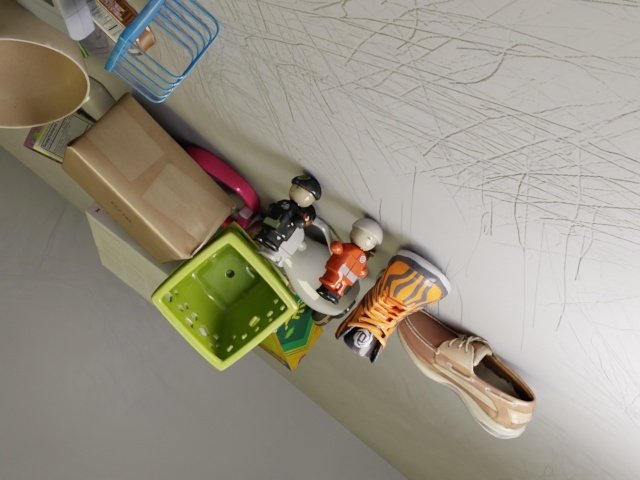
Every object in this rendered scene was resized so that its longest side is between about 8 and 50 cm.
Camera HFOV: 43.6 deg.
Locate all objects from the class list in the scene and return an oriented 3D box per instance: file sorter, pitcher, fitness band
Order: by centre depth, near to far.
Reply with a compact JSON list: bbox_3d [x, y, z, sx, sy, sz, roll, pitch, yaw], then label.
[{"bbox_3d":[-0.236,-0.288,1.192,0.104,0.118,0.170,39,164,-16],"label":"file sorter"},{"bbox_3d":[-0.002,0.048,1.637,0.207,0.125,0.177,45,139,-14],"label":"pitcher"},{"bbox_3d":[-0.235,-0.110,1.787,0.209,0.054,0.291,38,163,-1],"label":"fitness band"}]

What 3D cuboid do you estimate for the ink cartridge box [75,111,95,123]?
[{"bbox_3d":[-0.594,-0.311,2.030,0.083,0.028,0.048,22,159,42],"label":"ink cartridge box"}]

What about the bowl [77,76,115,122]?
[{"bbox_3d":[-0.531,-0.322,1.830,0.142,0.053,0.142,30,164,26],"label":"bowl"}]

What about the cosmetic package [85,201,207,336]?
[{"bbox_3d":[-0.407,0.074,2.017,0.377,0.097,0.284,36,156,13],"label":"cosmetic package"}]

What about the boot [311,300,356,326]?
[{"bbox_3d":[-0.005,0.130,1.947,0.137,0.077,0.198,44,150,-6],"label":"boot"}]

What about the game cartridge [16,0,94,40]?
[{"bbox_3d":[-0.463,-0.455,1.247,0.196,0.060,0.294,29,154,31],"label":"game cartridge"}]

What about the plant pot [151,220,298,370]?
[{"bbox_3d":[-0.201,0.102,1.734,0.227,0.228,0.207,49,-172,-14],"label":"plant pot"}]

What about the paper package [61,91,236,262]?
[{"bbox_3d":[-0.375,-0.116,1.707,0.325,0.168,0.309,46,162,-12],"label":"paper package"}]

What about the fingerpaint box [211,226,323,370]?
[{"bbox_3d":[-0.221,0.126,2.200,0.444,0.163,0.371,33,162,19],"label":"fingerpaint box"}]

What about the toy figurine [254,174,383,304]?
[{"bbox_3d":[0.000,0.000,1.452,0.213,0.148,0.209,33,169,8],"label":"toy figurine"}]

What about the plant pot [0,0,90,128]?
[{"bbox_3d":[-0.587,-0.366,1.505,0.284,0.284,0.191,82,177,-67],"label":"plant pot"}]

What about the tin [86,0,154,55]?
[{"bbox_3d":[-0.357,-0.385,1.329,0.189,0.040,0.106,45,166,-24],"label":"tin"}]

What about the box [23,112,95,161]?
[{"bbox_3d":[-0.570,-0.221,1.937,0.243,0.117,0.213,29,174,-27],"label":"box"}]

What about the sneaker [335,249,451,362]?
[{"bbox_3d":[0.127,0.134,1.462,0.124,0.180,0.321,36,164,4],"label":"sneaker"}]

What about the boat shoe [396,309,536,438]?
[{"bbox_3d":[0.288,0.234,1.558,0.324,0.123,0.116,41,132,19],"label":"boat shoe"}]

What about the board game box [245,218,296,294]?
[{"bbox_3d":[-0.071,0.037,1.782,0.193,0.045,0.146,53,156,-16],"label":"board game box"}]

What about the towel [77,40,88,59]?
[{"bbox_3d":[-0.552,-0.430,1.633,0.152,0.023,0.113,30,163,24],"label":"towel"}]
